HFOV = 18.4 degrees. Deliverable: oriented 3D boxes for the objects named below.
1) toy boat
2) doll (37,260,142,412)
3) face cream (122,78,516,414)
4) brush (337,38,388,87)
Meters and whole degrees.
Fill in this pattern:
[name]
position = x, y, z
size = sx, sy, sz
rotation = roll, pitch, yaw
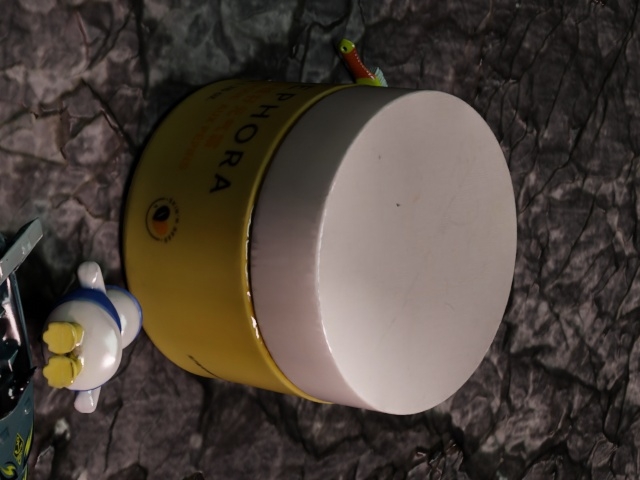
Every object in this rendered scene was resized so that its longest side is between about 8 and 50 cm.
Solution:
[toy boat]
position = -0.209, 0.073, 1.190
size = 0.093, 0.103, 0.246
rotation = -59, 145, -60
[doll]
position = -0.145, 0.058, 1.266
size = 0.143, 0.058, 0.098
rotation = -52, 145, -75
[face cream]
position = 0.000, 0.000, 1.357
size = 0.218, 0.179, 0.218
rotation = -10, 103, -49
[brush]
position = 0.035, -0.126, 1.505
size = 0.083, 0.019, 0.021
rotation = 58, 44, -37
